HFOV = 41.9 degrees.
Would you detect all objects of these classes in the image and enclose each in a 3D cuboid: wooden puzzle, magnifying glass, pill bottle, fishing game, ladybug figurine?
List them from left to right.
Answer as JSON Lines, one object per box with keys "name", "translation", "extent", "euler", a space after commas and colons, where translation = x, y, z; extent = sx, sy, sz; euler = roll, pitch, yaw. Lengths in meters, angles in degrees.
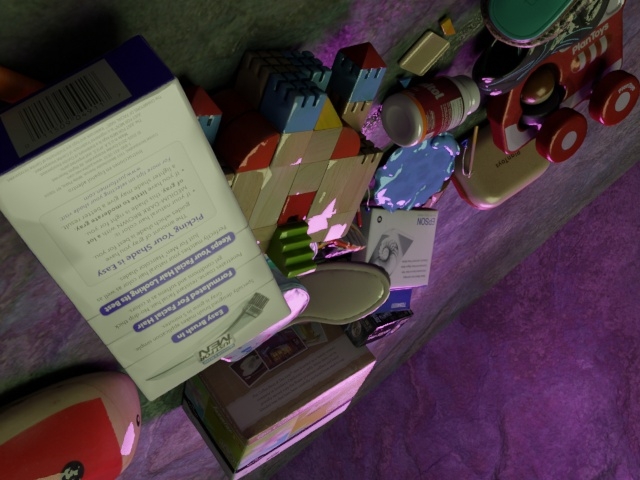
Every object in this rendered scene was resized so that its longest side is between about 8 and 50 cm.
{"name": "ladybug figurine", "translation": [-0.478, 0.373, 1.351], "extent": [0.449, 0.162, 0.305], "euler": [-26, 158, -32]}
{"name": "magnifying glass", "translation": [-0.253, -0.131, 0.799], "extent": [0.092, 0.026, 0.231], "euler": [-42, 163, 12]}
{"name": "fishing game", "translation": [0.169, -0.130, 1.524], "extent": [0.264, 0.041, 0.189], "euler": [-26, 144, -12]}
{"name": "wooden puzzle", "translation": [0.152, -0.275, 1.223], "extent": [0.116, 0.014, 0.078], "euler": [-43, 157, 15]}
{"name": "pill bottle", "translation": [0.175, -0.208, 1.307], "extent": [0.152, 0.086, 0.086], "euler": [-27, 158, -32]}

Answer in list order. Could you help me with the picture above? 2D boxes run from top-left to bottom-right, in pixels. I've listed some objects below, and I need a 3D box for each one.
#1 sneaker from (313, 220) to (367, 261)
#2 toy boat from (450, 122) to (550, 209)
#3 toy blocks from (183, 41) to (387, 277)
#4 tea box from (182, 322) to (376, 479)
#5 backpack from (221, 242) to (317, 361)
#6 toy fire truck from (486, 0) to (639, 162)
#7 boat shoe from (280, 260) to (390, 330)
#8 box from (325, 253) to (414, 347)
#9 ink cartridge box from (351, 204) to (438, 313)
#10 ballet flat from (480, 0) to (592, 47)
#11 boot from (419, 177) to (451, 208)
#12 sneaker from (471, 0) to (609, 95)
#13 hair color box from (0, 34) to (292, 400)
{"name": "sneaker", "translation": [0.000, 0.000, 1.498], "extent": [0.215, 0.084, 0.083], "euler": [0, 143, -48]}
{"name": "toy boat", "translation": [0.354, -0.166, 1.707], "extent": [0.231, 0.151, 0.151], "euler": [-33, -169, -14]}
{"name": "toy blocks", "translation": [-0.057, -0.109, 1.012], "extent": [0.381, 0.191, 0.261], "euler": [-13, 138, -41]}
{"name": "tea box", "translation": [-0.100, 0.314, 1.822], "extent": [0.329, 0.220, 0.323], "euler": [-29, 159, -25]}
{"name": "backpack", "translation": [-0.122, 0.049, 1.231], "extent": [0.253, 0.191, 0.225], "euler": [-43, 161, -1]}
{"name": "toy fire truck", "translation": [0.416, -0.300, 1.471], "extent": [0.302, 0.169, 0.254], "euler": [-35, 137, -11]}
{"name": "boat shoe", "translation": [-0.012, 0.098, 1.521], "extent": [0.324, 0.116, 0.097], "euler": [-19, -170, 28]}
{"name": "box", "translation": [0.087, 0.121, 1.772], "extent": [0.147, 0.180, 0.077], "euler": [-13, 151, -53]}
{"name": "ink cartridge box", "translation": [0.143, 0.043, 1.664], "extent": [0.223, 0.045, 0.224], "euler": [-2, 103, -47]}
{"name": "ballet flat", "translation": [0.397, -0.454, 1.081], "extent": [0.483, 0.164, 0.182], "euler": [-46, -178, 39]}
{"name": "boot", "translation": [0.246, -0.111, 1.753], "extent": [0.118, 0.042, 0.087], "euler": [-45, 167, 24]}
{"name": "sneaker", "translation": [0.346, -0.327, 1.297], "extent": [0.267, 0.101, 0.106], "euler": [-45, 169, 17]}
{"name": "hair color box", "translation": [-0.173, -0.008, 0.830], "extent": [0.185, 0.110, 0.338], "euler": [-31, 134, -10]}
